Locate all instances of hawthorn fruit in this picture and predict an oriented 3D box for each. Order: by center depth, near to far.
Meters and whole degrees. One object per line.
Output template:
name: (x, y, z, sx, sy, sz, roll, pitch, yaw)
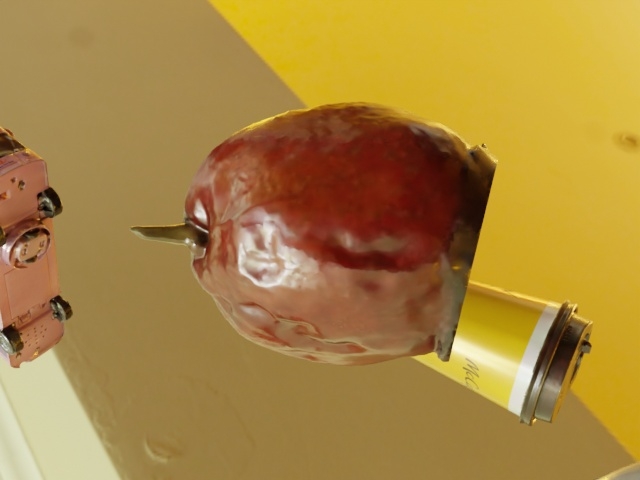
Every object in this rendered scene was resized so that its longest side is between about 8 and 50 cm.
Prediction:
hawthorn fruit: (0.000, 0.000, 0.601, 0.251, 0.189, 0.189, -7, -133, -8)

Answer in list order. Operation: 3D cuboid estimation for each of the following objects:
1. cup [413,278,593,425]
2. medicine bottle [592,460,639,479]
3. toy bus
cup: (0.252, 0.148, 1.314, 0.279, 0.196, 0.196, 21, -134, 20)
medicine bottle: (0.334, 0.366, 0.758, 0.245, 0.245, 0.306, -6, -129, -16)
toy bus: (-0.240, 0.008, 0.659, 0.090, 0.203, 0.063, 36, -131, 23)
